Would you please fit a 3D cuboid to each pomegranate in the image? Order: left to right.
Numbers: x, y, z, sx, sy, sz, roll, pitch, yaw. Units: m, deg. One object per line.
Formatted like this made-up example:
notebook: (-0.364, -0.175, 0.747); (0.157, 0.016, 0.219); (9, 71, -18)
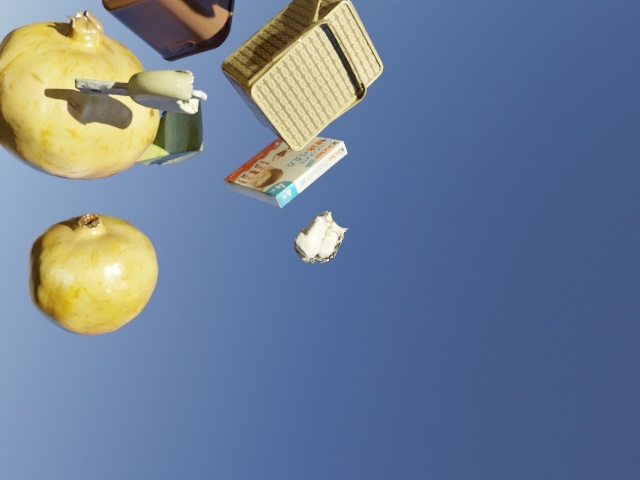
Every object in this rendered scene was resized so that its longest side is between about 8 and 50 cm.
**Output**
pomegranate: (-0.483, -0.288, 1.144); (0.343, 0.343, 0.342); (-24, -128, 34)
pomegranate: (-0.402, 0.059, 1.023); (0.233, 0.233, 0.233); (-24, -128, 34)

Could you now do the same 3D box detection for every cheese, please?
cheese: (-0.294, -0.246, 0.939); (0.235, 0.127, 0.049); (6, -90, 11)

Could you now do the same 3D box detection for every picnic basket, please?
picnic basket: (-0.030, -0.396, 1.320); (0.313, 0.228, 0.175); (-42, -133, -3)

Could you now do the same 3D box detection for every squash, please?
squash: (-0.402, -0.305, 1.593); (0.204, 0.237, 0.154); (-13, -84, 17)

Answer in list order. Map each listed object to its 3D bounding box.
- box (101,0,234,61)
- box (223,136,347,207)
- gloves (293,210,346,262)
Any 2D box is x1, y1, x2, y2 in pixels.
box: (-0.370, -0.672, 1.446); (0.240, 0.229, 0.339); (-2, -105, 29)
box: (-0.104, -0.214, 1.660); (0.265, 0.048, 0.273); (20, -127, 44)
gloves: (-0.003, 0.001, 1.566); (0.153, 0.114, 0.070); (-50, -169, -33)
